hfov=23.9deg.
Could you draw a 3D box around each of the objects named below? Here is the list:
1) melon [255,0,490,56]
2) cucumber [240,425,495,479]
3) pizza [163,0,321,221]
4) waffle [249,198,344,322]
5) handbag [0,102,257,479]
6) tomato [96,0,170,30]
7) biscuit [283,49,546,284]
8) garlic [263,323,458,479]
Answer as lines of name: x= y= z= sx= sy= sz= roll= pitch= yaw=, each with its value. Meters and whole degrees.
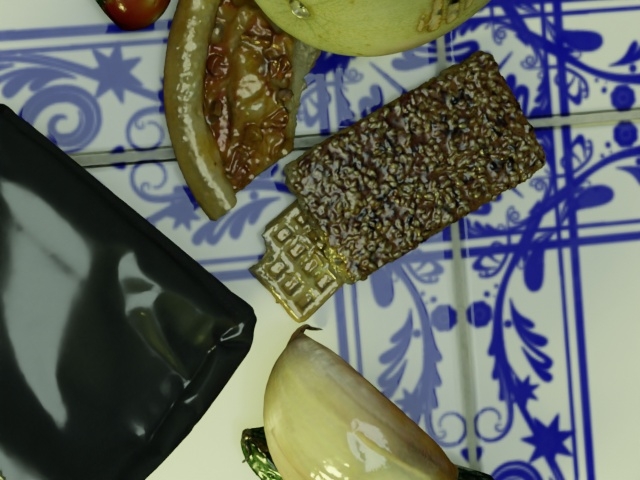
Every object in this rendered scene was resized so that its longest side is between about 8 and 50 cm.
melon: x=0.063 y=-0.312 z=1.235 sx=0.268 sy=0.268 sz=0.330 roll=37 pitch=69 yaw=-10
cucumber: x=0.051 y=0.225 z=1.363 sx=0.265 sy=0.077 sz=0.077 roll=14 pitch=90 yaw=-9
pizza: x=-0.072 y=-0.151 z=1.328 sx=0.134 sy=0.056 sz=0.271 roll=15 pitch=90 yaw=-7
waffle: x=0.000 y=0.000 z=1.366 sx=0.135 sy=0.021 sz=0.092 roll=-43 pitch=101 yaw=-8
handbag: x=-0.245 y=0.080 z=1.249 sx=0.302 sy=0.178 sz=0.275 roll=41 pitch=70 yaw=-11
tomato: x=-0.161 y=-0.225 z=1.295 sx=0.075 sy=0.087 sz=0.087 roll=-35 pitch=98 yaw=-10
biscuit: x=0.088 y=-0.067 z=1.363 sx=0.231 sy=0.025 sz=0.131 roll=-32 pitch=97 yaw=-14
garlic: x=0.018 y=0.156 z=1.282 sx=0.128 sy=0.115 sz=0.206 roll=-34 pitch=73 yaw=-21
